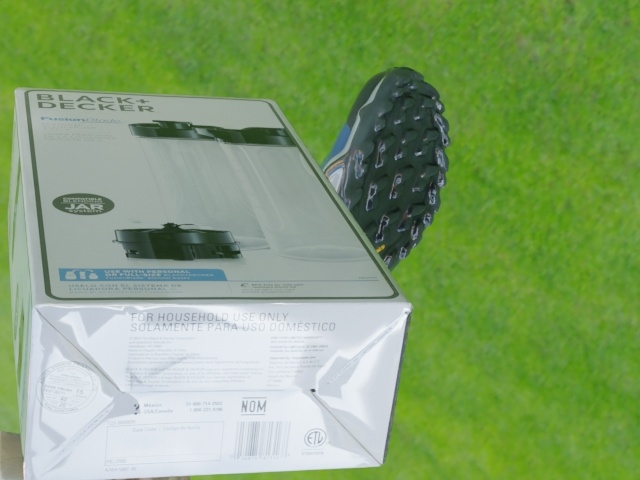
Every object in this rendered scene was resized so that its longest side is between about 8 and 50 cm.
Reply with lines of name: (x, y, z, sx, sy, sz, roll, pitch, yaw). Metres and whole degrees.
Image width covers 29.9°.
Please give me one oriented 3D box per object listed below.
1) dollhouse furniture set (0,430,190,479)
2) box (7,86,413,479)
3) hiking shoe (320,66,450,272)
dollhouse furniture set: (-0.176, 0.209, 0.880, 0.184, 0.129, 0.129, -23, 151, 33)
box: (-0.078, 0.005, 0.636, 0.290, 0.169, 0.087, -119, 33, -62)
hiking shoe: (0.000, 0.000, 0.947, 0.132, 0.304, 0.113, 12, 168, 45)
